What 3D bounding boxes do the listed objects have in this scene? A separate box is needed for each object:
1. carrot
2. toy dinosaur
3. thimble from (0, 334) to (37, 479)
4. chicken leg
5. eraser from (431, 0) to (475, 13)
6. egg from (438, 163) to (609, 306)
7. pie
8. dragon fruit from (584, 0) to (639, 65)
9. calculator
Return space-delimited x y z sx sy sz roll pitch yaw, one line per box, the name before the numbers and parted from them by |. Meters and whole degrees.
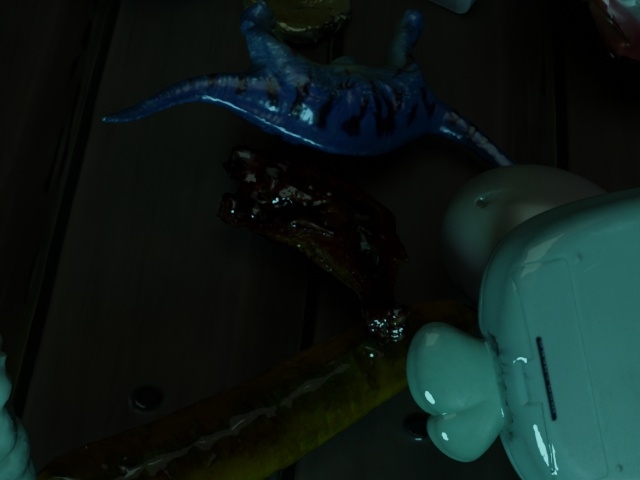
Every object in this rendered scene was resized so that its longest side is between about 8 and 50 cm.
carrot | -0.031 0.103 0.935 0.314 0.066 0.066 -25 57 -27
toy dinosaur | 0.011 -0.099 1.088 0.329 0.076 0.144 10 44 -19
thimble | -0.255 0.074 0.819 0.172 0.250 0.204 -23 98 -20
chicken leg | 0.004 -0.002 1.007 0.089 0.048 0.219 -20 42 -32
eraser | 0.075 -0.218 1.202 0.105 0.065 0.026 26 54 16
egg | 0.140 0.006 0.999 0.135 0.103 0.103 18 51 -2
pie | -0.016 -0.178 1.189 0.084 0.020 0.084 4 50 -5
dragon fruit | 0.293 -0.277 1.139 0.305 0.305 0.225 8 29 1
calculator | 0.191 0.061 0.937 0.295 0.042 0.184 -13 94 -19
